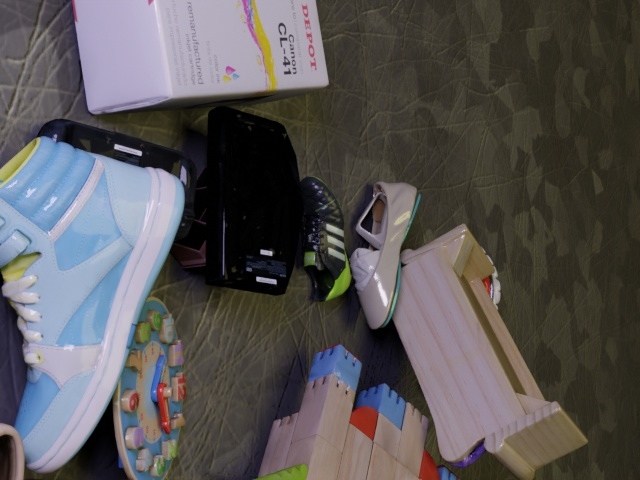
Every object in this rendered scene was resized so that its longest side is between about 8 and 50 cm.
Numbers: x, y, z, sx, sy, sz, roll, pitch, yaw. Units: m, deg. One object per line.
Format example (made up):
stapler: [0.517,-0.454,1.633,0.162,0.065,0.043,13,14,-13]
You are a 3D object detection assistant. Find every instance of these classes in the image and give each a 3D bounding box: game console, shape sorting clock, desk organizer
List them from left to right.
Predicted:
shape sorting clock: [-0.180,0.164,1.118,0.206,0.040,0.206,-2,90,-84]
game console: [-0.159,-0.064,1.174,0.361,0.044,0.213,13,70,-42]
desk organizer: [-0.137,-0.032,1.251,0.050,0.047,0.130,54,45,-33]

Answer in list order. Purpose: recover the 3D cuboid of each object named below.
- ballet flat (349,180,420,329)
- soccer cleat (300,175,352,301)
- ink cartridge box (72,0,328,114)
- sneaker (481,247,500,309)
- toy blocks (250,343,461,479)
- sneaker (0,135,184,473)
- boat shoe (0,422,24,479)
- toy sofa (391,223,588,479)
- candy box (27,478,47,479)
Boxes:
ballet flat: [0.084,0.014,1.550,0.086,0.086,0.248,47,47,-42]
soccer cleat: [0.000,0.000,1.436,0.072,0.060,0.178,-37,118,-50]
ink cartridge box: [-0.137,-0.271,1.210,0.306,0.131,0.226,-16,99,-54]
sneaker: [0.225,0.125,1.715,0.118,0.107,0.279,12,71,-40]
toy blocks: [0.064,0.317,1.389,0.381,0.191,0.261,43,41,-26]
sneaker: [-0.280,0.049,0.990,0.208,0.127,0.319,24,81,-28]
boat shoe: [-0.318,0.307,0.896,0.109,0.098,0.302,26,65,-51]
toy sofa: [0.225,0.172,1.528,0.150,0.177,0.362,46,17,-50]
candy box: [-0.170,0.303,1.060,0.233,0.159,0.071,31,62,-49]
